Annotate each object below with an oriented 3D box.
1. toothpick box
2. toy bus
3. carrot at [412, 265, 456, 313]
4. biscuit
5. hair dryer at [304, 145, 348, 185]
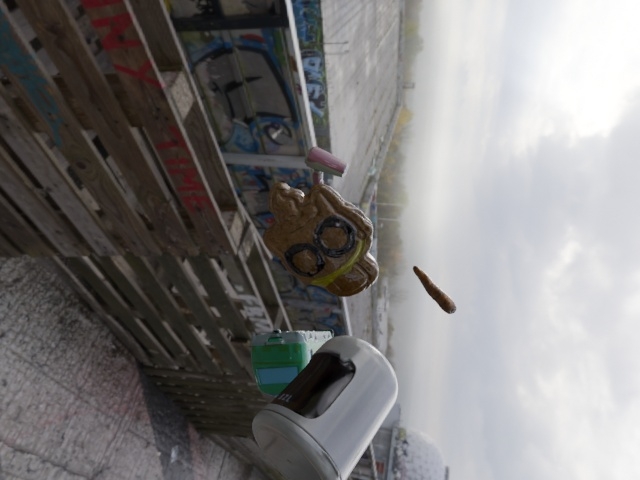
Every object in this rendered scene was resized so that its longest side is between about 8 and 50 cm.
[{"bbox_3d":[0.038,0.348,0.933,0.316,0.229,0.229,-39,137,-39],"label":"toothpick box"},{"bbox_3d":[-0.073,0.384,1.422,0.343,0.183,0.200,27,56,-67],"label":"toy bus"},{"bbox_3d":[0.277,0.120,1.096,0.165,0.035,0.036,52,-18,40],"label":"carrot"},{"bbox_3d":[0.000,0.000,0.897,0.290,0.208,0.041,46,25,-14],"label":"biscuit"},{"bbox_3d":[0.006,-0.160,1.144,0.054,0.106,0.154,-53,168,-40],"label":"hair dryer"}]
